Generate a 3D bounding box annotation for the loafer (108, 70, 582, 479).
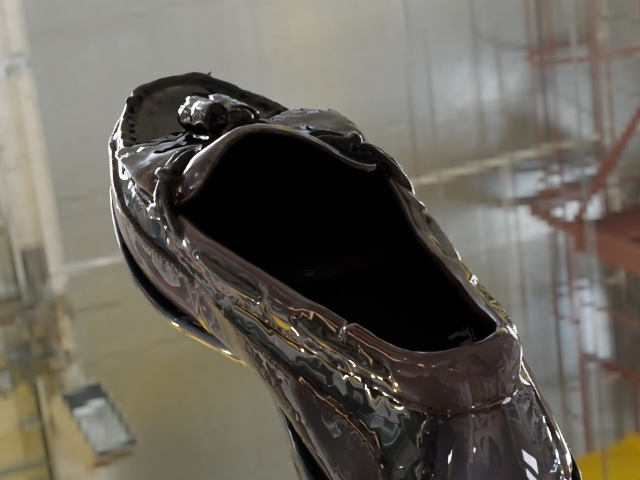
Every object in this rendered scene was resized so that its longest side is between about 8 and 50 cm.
[{"bbox_3d":[0.000,0.000,0.620,0.109,0.095,0.302,-19,-144,-16],"label":"loafer"}]
